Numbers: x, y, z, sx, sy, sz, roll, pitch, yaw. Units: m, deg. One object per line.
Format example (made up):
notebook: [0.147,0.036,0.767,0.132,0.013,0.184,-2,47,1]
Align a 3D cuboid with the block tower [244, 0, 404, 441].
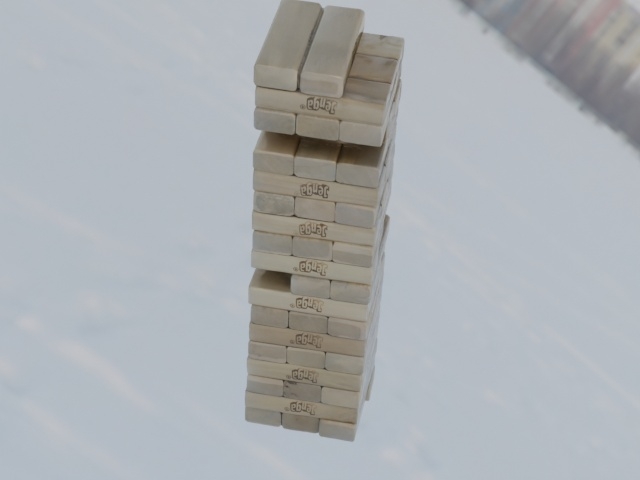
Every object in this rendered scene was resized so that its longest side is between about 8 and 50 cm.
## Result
block tower: [0.000,0.000,1.191,0.091,0.335,0.097,9,39,8]
